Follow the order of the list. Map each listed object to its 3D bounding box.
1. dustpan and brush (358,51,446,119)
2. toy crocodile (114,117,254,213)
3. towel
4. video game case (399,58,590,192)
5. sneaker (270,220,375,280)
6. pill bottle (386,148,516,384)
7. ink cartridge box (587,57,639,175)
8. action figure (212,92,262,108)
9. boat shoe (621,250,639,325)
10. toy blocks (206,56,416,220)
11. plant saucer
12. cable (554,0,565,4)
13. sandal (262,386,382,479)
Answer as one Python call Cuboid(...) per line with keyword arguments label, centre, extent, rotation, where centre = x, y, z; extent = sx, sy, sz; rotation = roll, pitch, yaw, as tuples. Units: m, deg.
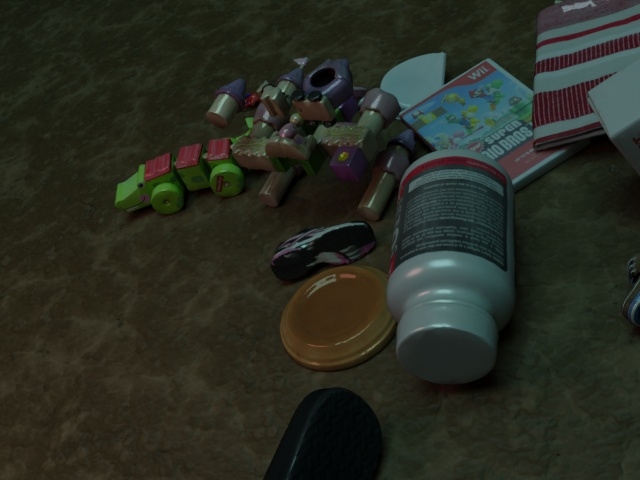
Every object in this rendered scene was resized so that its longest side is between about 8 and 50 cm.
Cuboid(label="dustpan and brush", centre=(0.139, -0.286, 1.638), extent=(0.211, 0.060, 0.147), rotation=(-1, 60, 17))
Cuboid(label="toy crocodile", centre=(-0.251, -0.140, 1.647), extent=(0.340, 0.105, 0.115), rotation=(-16, 42, 13))
Cuboid(label="towel", centre=(0.466, -0.305, 1.400), extent=(0.237, 0.037, 0.329), rotation=(-14, 48, 33))
Cuboid(label="video game case", centre=(0.293, -0.195, 1.460), extent=(0.204, 0.025, 0.285), rotation=(-32, 47, -6))
Cuboid(label="sneaker", centre=(0.000, 0.000, 1.405), extent=(0.178, 0.072, 0.077), rotation=(-15, 32, 5))
Cuboid(label="pill bottle", centre=(0.185, 0.035, 1.188), extent=(0.176, 0.176, 0.319), rotation=(-8, 44, 20))
Cuboid(label="ink cartridge box", centre=(0.543, -0.189, 1.150), extent=(0.278, 0.201, 0.117), rotation=(-34, 37, 26))
Cuboid(label="action figure", centre=(-0.174, -0.300, 1.829), extent=(0.115, 0.030, 0.038), rotation=(-3, 52, 18))
Cuboid(label="boat shoe", centre=(0.450, 0.046, 1.132), extent=(0.183, 0.066, 0.066), rotation=(-37, 36, -26))
Cuboid(label="toy blocks", centre=(0.003, -0.233, 1.454), extent=(0.288, 0.309, 0.260), rotation=(10, 59, 34))
Cuboid(label="plant saucer", centre=(0.027, 0.109, 1.300), extent=(0.200, 0.037, 0.200), rotation=(-14, 43, 13))
Cuboid(label="cable", centre=(0.556, -0.400, 1.518), extent=(0.287, 0.072, 0.139), rotation=(-2, 50, 26))
Cuboid(label="sandal", centre=(-0.060, 0.377, 1.012), extent=(0.107, 0.167, 0.446), rotation=(-21, 26, 47))
